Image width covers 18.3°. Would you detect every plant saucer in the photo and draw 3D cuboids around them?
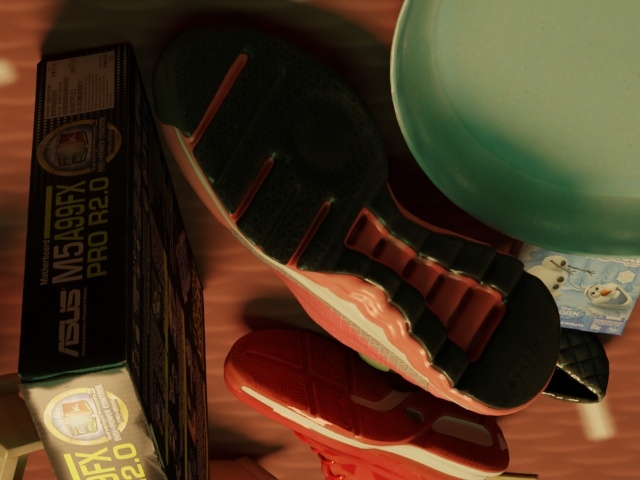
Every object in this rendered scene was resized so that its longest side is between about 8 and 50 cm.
[{"bbox_3d":[0.198,-0.117,1.161,0.318,0.043,0.317,-2,132,-2],"label":"plant saucer"}]

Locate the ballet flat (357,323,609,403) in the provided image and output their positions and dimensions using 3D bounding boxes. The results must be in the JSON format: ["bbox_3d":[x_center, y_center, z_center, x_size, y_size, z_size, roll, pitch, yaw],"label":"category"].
[{"bbox_3d":[0.110,0.076,1.328,0.173,0.049,0.057,5,131,-7],"label":"ballet flat"}]

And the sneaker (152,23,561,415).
[{"bbox_3d":[0.000,0.001,1.213,0.314,0.116,0.136,44,156,-19],"label":"sneaker"}]

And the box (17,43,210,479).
[{"bbox_3d":[-0.113,0.053,1.146,0.060,0.270,0.216,-9,133,3],"label":"box"}]

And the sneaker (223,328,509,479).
[{"bbox_3d":[0.010,0.148,1.366,0.221,0.087,0.128,25,125,-22],"label":"sneaker"}]

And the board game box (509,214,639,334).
[{"bbox_3d":[0.167,0.020,1.300,0.090,0.020,0.090,8,130,-10],"label":"board game box"}]

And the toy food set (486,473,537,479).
[{"bbox_3d":[0.122,0.221,1.482,0.078,0.019,0.122,5,132,-7],"label":"toy food set"}]

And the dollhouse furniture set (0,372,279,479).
[{"bbox_3d":[-0.162,0.185,1.397,0.355,0.174,0.303,-12,126,-47],"label":"dollhouse furniture set"}]
